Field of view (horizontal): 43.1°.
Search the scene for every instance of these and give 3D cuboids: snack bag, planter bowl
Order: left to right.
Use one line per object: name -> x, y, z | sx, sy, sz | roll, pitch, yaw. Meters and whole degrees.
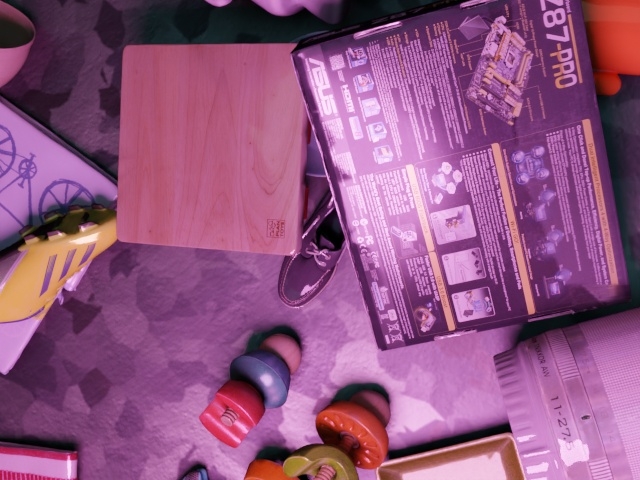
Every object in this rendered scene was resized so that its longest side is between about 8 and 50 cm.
planter bowl -> -0.497, -0.268, 1.146 | 0.162, 0.162, 0.109 | 34, 124, 10
snack bag -> -0.484, -0.017, 1.192 | 0.323, 0.037, 0.343 | 34, 96, 10

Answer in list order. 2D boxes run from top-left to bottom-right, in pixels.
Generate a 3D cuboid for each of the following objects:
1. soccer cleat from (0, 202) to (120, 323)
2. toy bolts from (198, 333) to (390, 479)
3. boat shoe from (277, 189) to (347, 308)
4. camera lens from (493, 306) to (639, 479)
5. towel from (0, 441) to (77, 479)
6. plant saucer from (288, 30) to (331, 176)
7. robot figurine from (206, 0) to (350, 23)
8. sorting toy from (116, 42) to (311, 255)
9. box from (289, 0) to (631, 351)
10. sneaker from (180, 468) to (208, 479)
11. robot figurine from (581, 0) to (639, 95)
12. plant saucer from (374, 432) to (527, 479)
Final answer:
soccer cleat -> -0.389, 0.044, 1.121 | 0.289, 0.093, 0.121 | -25, 114, 7
toy bolts -> -0.037, 0.240, 1.076 | 0.228, 0.158, 0.218 | 43, 138, -1
boat shoe -> 0.000, 0.000, 1.076 | 0.075, 0.065, 0.206 | 33, 96, 10
camera lens -> 0.358, 0.192, 0.924 | 0.274, 0.219, 0.219 | -17, 87, 11
towel -> -0.458, 0.460, 1.172 | 0.237, 0.037, 0.329 | 1, 90, 18
plant saucer -> 0.010, -0.181, 1.089 | 0.194, 0.037, 0.195 | 0, 90, 13
robot figurine -> -0.083, -0.426, 1.026 | 0.353, 0.200, 0.300 | 36, 69, 9
sorting toy -> -0.130, -0.120, 1.060 | 0.255, 0.089, 0.257 | 4, 94, 19
box -> 0.171, -0.082, 0.958 | 0.318, 0.097, 0.395 | -13, 110, 13
sneaker -> -0.136, 0.380, 1.108 | 0.166, 0.065, 0.076 | 39, 93, 8
robot figurine -> 0.332, -0.266, 0.977 | 0.219, 0.128, 0.158 | 8, 123, 12
plant saucer -> 0.185, 0.354, 1.048 | 0.188, 0.045, 0.188 | -16, 87, 11
